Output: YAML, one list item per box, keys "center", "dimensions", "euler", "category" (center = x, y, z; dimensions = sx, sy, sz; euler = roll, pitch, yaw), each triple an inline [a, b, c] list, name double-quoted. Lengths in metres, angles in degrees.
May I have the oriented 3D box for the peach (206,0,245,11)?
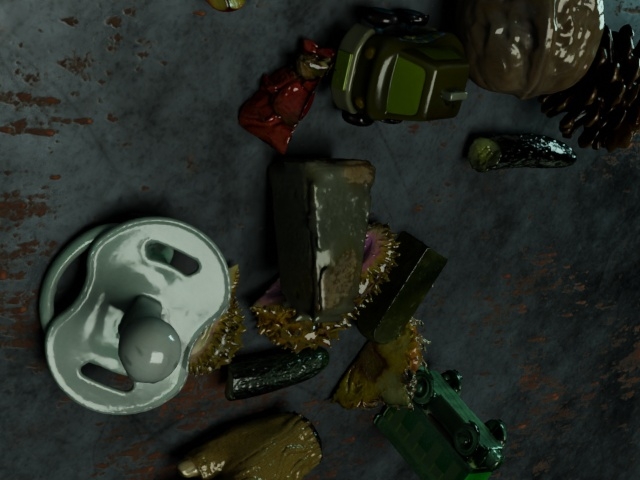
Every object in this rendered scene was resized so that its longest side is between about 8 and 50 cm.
- center: [-0.150, -0.381, 1.553]
  dimensions: [0.083, 0.050, 0.077]
  euler: [24, 76, -55]
  category: "peach"

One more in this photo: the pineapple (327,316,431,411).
- center: [0.166, 0.288, 2.163]
  dimensions: [0.249, 0.164, 0.140]
  euler: [-56, 144, -3]
  category: "pineapple"

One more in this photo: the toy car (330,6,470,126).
- center: [0.160, -0.272, 1.768]
  dimensions: [0.248, 0.198, 0.204]
  euler: [-14, 123, -47]
  category: "toy car"

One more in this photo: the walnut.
- center: [0.364, -0.381, 1.859]
  dimensions: [0.273, 0.227, 0.273]
  euler: [-17, 121, -30]
  category: "walnut"

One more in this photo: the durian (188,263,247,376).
- center: [-0.174, 0.150, 1.843]
  dimensions: [0.140, 0.078, 0.224]
  euler: [5, 113, -42]
  category: "durian"

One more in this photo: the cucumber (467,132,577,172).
- center: [0.421, -0.181, 2.144]
  dimensions: [0.303, 0.081, 0.072]
  euler: [-7, 163, -42]
  category: "cucumber"

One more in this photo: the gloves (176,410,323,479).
- center: [-0.153, 0.458, 1.999]
  dimensions: [0.356, 0.155, 0.203]
  euler: [-27, 126, -21]
  category: "gloves"

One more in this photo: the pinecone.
- center: [0.539, -0.308, 2.047]
  dimensions: [0.264, 0.264, 0.264]
  euler: [-21, 127, -30]
  category: "pinecone"

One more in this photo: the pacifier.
- center: [-0.287, 0.129, 1.614]
  dimensions: [0.288, 0.269, 0.343]
  euler: [24, 96, -21]
  category: "pacifier"

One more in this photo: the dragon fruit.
- center: [-0.028, -0.232, 1.719]
  dimensions: [0.122, 0.092, 0.192]
  euler: [34, 92, -46]
  category: "dragon fruit"

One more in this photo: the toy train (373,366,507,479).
- center: [0.261, 0.408, 2.221]
  dimensions: [0.120, 0.301, 0.202]
  euler: [9, 118, -44]
  category: "toy train"

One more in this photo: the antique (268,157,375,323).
- center: [0.000, 0.000, 1.806]
  dimensions: [0.150, 0.125, 0.284]
  euler: [-2, 96, -37]
  category: "antique"

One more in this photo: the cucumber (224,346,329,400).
- center: [-0.081, 0.246, 1.985]
  dimensions: [0.241, 0.074, 0.074]
  euler: [-8, 120, -37]
  category: "cucumber"

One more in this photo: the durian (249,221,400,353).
- center: [0.032, 0.111, 1.970]
  dimensions: [0.341, 0.112, 0.191]
  euler: [-32, 131, -23]
  category: "durian"

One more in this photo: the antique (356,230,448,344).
- center: [0.151, 0.100, 2.088]
  dimensions: [0.081, 0.080, 0.221]
  euler: [27, 98, -45]
  category: "antique"
